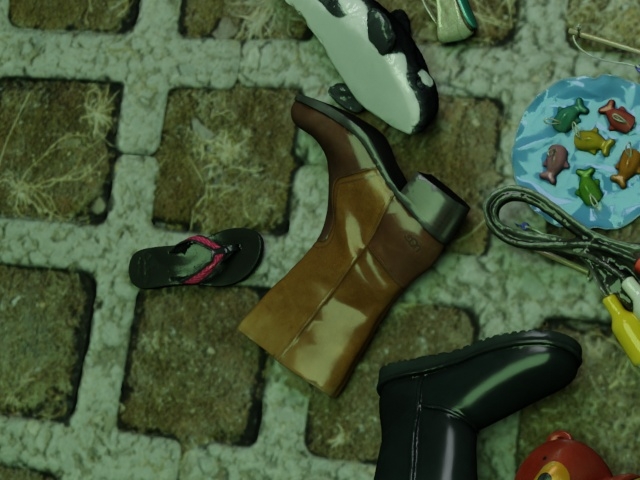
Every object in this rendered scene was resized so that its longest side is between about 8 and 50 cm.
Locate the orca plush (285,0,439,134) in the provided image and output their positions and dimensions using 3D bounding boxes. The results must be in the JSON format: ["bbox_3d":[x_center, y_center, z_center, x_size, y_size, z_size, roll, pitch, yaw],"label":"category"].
[{"bbox_3d":[0.053,-0.241,1.909,0.287,0.102,0.151,37,138,32],"label":"orca plush"}]

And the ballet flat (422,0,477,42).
[{"bbox_3d":[0.136,-0.310,1.891,0.052,0.057,0.168,-22,72,25],"label":"ballet flat"}]

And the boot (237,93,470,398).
[{"bbox_3d":[0.000,0.000,1.877,0.264,0.096,0.280,40,101,15],"label":"boot"}]

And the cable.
[{"bbox_3d":[0.309,0.017,1.735,0.287,0.072,0.139,42,96,12],"label":"cable"}]

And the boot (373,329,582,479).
[{"bbox_3d":[0.164,0.216,1.715,0.246,0.094,0.207,-14,52,24],"label":"boot"}]

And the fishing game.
[{"bbox_3d":[0.301,-0.098,1.793,0.189,0.041,0.264,26,91,22],"label":"fishing game"}]

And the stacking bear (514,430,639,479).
[{"bbox_3d":[0.316,0.308,1.642,0.289,0.164,0.175,36,97,34],"label":"stacking bear"}]

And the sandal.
[{"bbox_3d":[-0.153,0.025,1.933,0.179,0.040,0.067,-10,75,18],"label":"sandal"}]
